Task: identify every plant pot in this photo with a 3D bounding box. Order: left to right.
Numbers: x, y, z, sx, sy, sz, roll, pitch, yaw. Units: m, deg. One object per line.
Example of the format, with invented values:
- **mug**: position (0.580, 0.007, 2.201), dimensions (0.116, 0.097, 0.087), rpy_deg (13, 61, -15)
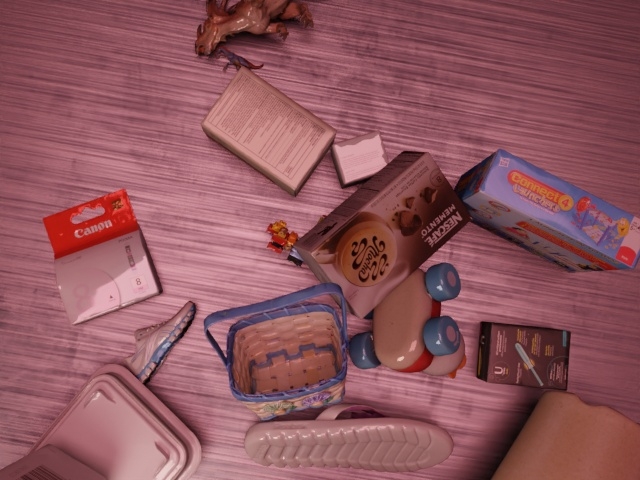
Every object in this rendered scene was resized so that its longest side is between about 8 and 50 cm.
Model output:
- **plant pot**: position (0.469, 0.467, 1.462), dimensions (0.333, 0.334, 0.306), rpy_deg (29, 75, 0)

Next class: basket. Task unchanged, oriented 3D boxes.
- **basket**: position (-0.061, 0.201, 1.449), dimensions (0.254, 0.289, 0.201), rpy_deg (-14, 43, 2)

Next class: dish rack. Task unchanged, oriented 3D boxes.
- **dish rack**: position (-0.427, 0.441, 1.498), dimensions (0.285, 0.072, 0.333), rpy_deg (41, 93, 10)

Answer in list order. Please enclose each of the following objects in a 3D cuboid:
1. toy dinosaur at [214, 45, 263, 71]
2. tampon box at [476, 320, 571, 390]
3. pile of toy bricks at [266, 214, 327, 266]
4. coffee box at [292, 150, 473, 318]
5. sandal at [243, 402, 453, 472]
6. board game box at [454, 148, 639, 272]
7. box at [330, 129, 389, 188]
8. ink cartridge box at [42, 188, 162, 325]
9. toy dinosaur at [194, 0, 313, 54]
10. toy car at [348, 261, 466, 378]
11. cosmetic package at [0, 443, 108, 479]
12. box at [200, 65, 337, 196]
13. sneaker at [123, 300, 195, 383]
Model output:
- **toy dinosaur**: position (-0.181, -0.378, 1.624), dimensions (0.090, 0.047, 0.082), rpy_deg (-26, 77, -37)
- **tampon box**: position (0.407, 0.231, 1.562), dimensions (0.160, 0.101, 0.121), rpy_deg (6, 85, -1)
- **pile of toy bricks**: position (0.000, 0.000, 1.547), dimensions (0.212, 0.118, 0.105), rpy_deg (27, 104, -3)
- **coffee box**: position (0.120, -0.017, 1.477), dimensions (0.297, 0.119, 0.168), rpy_deg (-40, 107, -11)
- **sandal**: position (0.057, 0.376, 1.535), dimensions (0.415, 0.169, 0.102), rpy_deg (2, 46, -2)
- **board game box**: position (0.420, -0.046, 1.482), dimensions (0.308, 0.302, 0.086), rpy_deg (27, 85, -1)
- **box**: position (0.080, -0.163, 1.577), dimensions (0.101, 0.102, 0.087), rpy_deg (-17, 89, -3)
- **ink cartridge box**: position (-0.449, 0.032, 1.569), dimensions (0.189, 0.066, 0.233), rpy_deg (-20, 91, -3)
- **toy dinosaur**: position (-0.124, -0.493, 1.593), dimensions (0.295, 0.200, 0.127), rpy_deg (-34, 127, -25)
- **toy car**: position (0.216, 0.182, 1.543), dimensions (0.238, 0.219, 0.211), rpy_deg (32, 53, -39)
- **cosmetic package**: position (-0.550, 0.589, 1.378), dimensions (0.156, 0.217, 0.385), rpy_deg (26, 107, 16)
- **box**: position (-0.103, -0.216, 1.561), dimensions (0.232, 0.127, 0.149), rpy_deg (35, 85, 0)
- **sneaker**: position (-0.328, 0.191, 1.556), dimensions (0.083, 0.071, 0.191), rpy_deg (37, 85, 6)
